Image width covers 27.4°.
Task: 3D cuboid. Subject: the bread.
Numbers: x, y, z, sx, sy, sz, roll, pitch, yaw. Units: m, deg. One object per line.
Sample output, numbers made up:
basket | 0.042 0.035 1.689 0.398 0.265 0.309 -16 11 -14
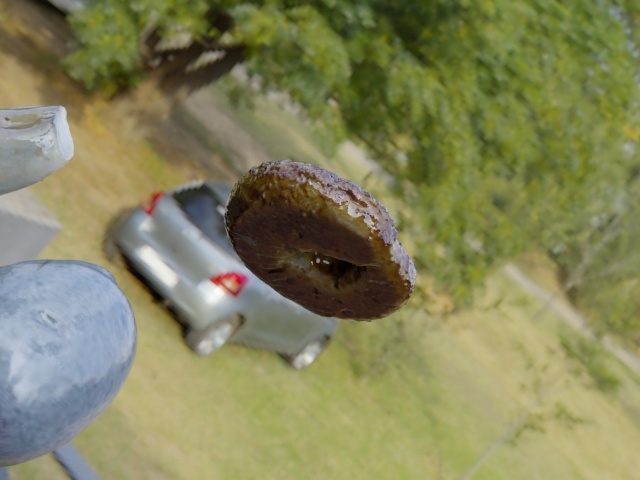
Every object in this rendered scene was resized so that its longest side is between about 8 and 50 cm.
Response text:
bread | 0.000 0.000 1.136 0.193 0.064 0.193 23 -30 14

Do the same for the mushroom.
mushroom | -0.419 -0.111 1.350 0.351 0.122 0.095 11 -24 18

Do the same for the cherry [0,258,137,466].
cherry | -0.340 0.135 1.458 0.218 0.296 0.255 54 -24 8
